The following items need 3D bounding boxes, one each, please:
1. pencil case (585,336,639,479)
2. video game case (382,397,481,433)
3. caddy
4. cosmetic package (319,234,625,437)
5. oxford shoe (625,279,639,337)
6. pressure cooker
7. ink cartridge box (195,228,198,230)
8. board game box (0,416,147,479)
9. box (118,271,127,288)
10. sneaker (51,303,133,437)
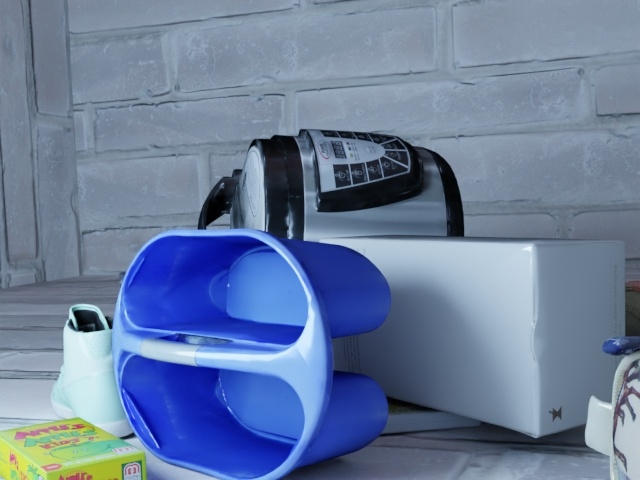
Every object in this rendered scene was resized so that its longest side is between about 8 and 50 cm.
[{"bbox_3d":[0.416,0.136,0.640,0.410,0.160,0.183,-3,17,-6],"label":"pencil case"},{"bbox_3d":[0.062,0.202,1.060,0.212,0.023,0.193,-2,2,-10],"label":"video game case"},{"bbox_3d":[-0.088,0.110,0.885,0.179,0.241,0.341,4,-3,-44],"label":"caddy"},{"bbox_3d":[0.160,0.091,1.022,0.155,0.197,0.365,-2,4,-36],"label":"cosmetic package"},{"bbox_3d":[0.424,0.144,1.297,0.146,0.141,0.397,-34,14,-12],"label":"oxford shoe"},{"bbox_3d":[-0.001,0.006,1.505,0.420,0.376,0.370,3,-10,-13],"label":"pressure cooker"},{"bbox_3d":[-0.232,0.087,1.675,0.069,0.176,0.371,-6,-6,-4],"label":"ink cartridge box"},{"bbox_3d":[-0.246,0.214,0.843,0.092,0.043,0.181,-4,3,-34],"label":"board game box"},{"bbox_3d":[-0.122,0.108,1.147,0.247,0.163,0.142,-10,14,-33],"label":"box"},{"bbox_3d":[-0.288,0.151,1.105,0.094,0.151,0.256,-5,2,-26],"label":"sneaker"}]
